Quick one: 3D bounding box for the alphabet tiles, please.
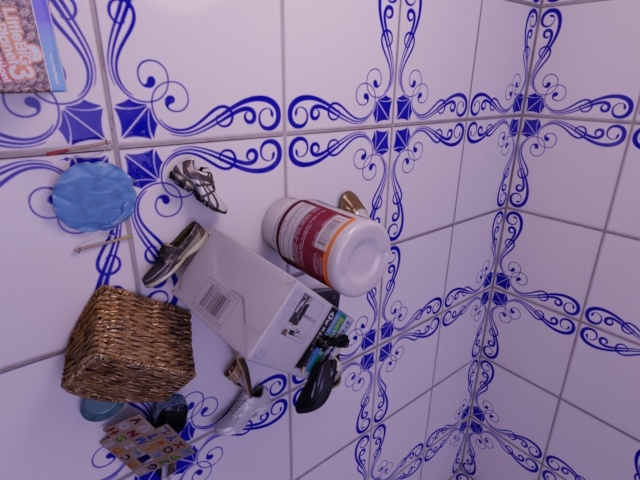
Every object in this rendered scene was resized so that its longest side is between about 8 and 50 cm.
[{"bbox_3d":[-0.521,0.605,1.243,0.198,0.009,0.237,-24,120,4],"label":"alphabet tiles"}]

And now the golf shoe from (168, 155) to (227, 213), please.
[{"bbox_3d":[-0.316,-0.150,1.157,0.094,0.077,0.198,-55,134,-10],"label":"golf shoe"}]

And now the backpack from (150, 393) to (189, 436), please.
[{"bbox_3d":[-0.464,0.525,1.283,0.104,0.084,0.115,6,113,-36],"label":"backpack"}]

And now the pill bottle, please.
[{"bbox_3d":[0.000,0.000,1.269,0.223,0.392,0.224,-16,116,-35],"label":"pill bottle"}]

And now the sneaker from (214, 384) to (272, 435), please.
[{"bbox_3d":[-0.280,0.589,1.479,0.232,0.090,0.116,-25,115,-42],"label":"sneaker"}]

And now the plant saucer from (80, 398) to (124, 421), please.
[{"bbox_3d":[-0.610,0.450,1.173,0.119,0.021,0.120,-17,118,-36],"label":"plant saucer"}]

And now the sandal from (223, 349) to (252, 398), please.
[{"bbox_3d":[-0.292,0.434,1.423,0.079,0.088,0.240,-9,108,-4],"label":"sandal"}]

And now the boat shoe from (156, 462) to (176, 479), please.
[{"bbox_3d":[-0.487,0.680,1.347,0.066,0.066,0.183,-8,121,-44],"label":"boat shoe"}]

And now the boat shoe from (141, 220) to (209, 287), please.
[{"bbox_3d":[-0.409,0.033,1.152,0.223,0.080,0.074,-46,125,-25],"label":"boat shoe"}]

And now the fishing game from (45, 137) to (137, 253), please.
[{"bbox_3d":[-0.540,-0.107,1.007,0.189,0.041,0.264,-24,129,-32],"label":"fishing game"}]

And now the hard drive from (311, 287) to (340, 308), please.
[{"bbox_3d":[-0.039,0.264,1.570,0.254,0.054,0.172,-8,112,-38],"label":"hard drive"}]

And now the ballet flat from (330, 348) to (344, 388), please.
[{"bbox_3d":[0.020,0.391,1.516,0.163,0.182,0.483,-28,137,-17],"label":"ballet flat"}]

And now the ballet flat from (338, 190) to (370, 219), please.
[{"bbox_3d":[0.147,-0.017,1.573,0.116,0.124,0.343,-22,120,-33],"label":"ballet flat"}]

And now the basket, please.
[{"bbox_3d":[-0.520,0.297,1.144,0.213,0.223,0.299,-39,137,21],"label":"basket"}]

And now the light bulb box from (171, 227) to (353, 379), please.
[{"bbox_3d":[-0.154,0.190,1.201,0.225,0.357,0.361,-56,143,-8],"label":"light bulb box"}]

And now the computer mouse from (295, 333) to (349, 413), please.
[{"bbox_3d":[-0.004,0.381,1.155,0.184,0.060,0.262,27,92,-57],"label":"computer mouse"}]

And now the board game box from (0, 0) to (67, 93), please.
[{"bbox_3d":[-0.646,-0.380,0.738,0.290,0.141,0.232,-17,117,-35],"label":"board game box"}]
